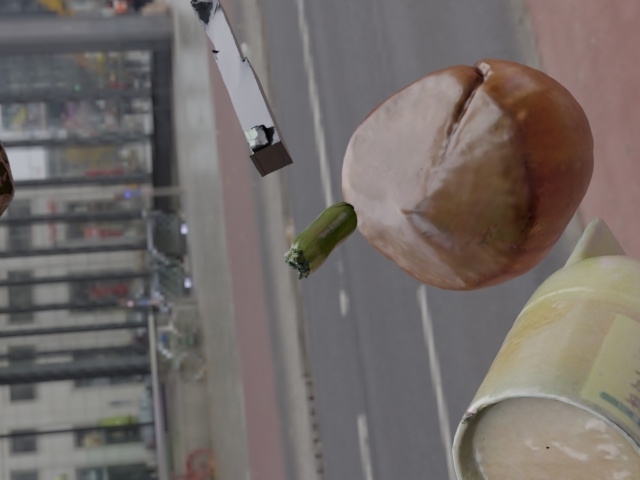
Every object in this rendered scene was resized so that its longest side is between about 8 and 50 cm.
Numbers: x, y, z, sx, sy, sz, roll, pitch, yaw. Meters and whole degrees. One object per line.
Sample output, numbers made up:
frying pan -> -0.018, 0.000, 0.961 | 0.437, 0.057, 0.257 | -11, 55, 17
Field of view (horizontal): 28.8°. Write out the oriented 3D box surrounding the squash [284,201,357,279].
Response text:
squash -> 0.000, 0.000, 1.583 | 0.183, 0.052, 0.052 | -48, -35, -56

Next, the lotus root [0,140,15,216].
lotus root -> -0.391, -0.108, 1.123 | 0.275, 0.160, 0.152 | 49, -165, -1

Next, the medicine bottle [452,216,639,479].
medicine bottle -> 0.332, 0.156, 1.478 | 0.406, 0.235, 0.236 | -50, -30, -48

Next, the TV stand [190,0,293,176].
TV stand -> -0.095, -0.188, 1.451 | 0.049, 0.040, 0.256 | 59, -173, -57

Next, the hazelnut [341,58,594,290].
hazelnut -> 0.213, -0.092, 1.777 | 0.372, 0.372, 0.316 | -165, 66, -80
